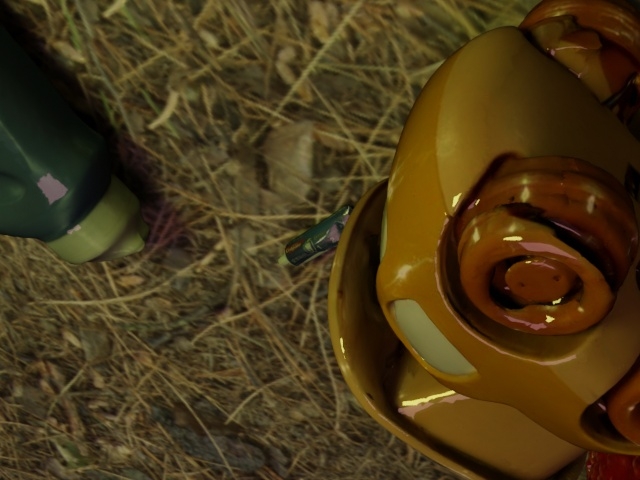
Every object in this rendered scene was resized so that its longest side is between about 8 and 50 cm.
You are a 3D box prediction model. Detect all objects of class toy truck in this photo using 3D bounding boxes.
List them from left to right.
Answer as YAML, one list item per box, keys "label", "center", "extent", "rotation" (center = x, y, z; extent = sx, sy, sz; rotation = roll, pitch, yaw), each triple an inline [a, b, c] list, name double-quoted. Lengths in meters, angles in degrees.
- label: "toy truck"
  center: [0.139, 0.018, 0.693]
  extent: [0.288, 0.204, 0.212]
  rotation: [40, 137, -24]

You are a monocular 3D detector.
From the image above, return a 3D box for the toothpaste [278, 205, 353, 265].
- label: "toothpaste"
  center: [0.000, 0.000, 0.868]
  extent: [0.083, 0.019, 0.027]
  rotation: [-30, 102, 37]

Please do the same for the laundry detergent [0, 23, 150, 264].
- label: "laundry detergent"
  center: [-0.242, -0.080, 0.817]
  extent: [0.143, 0.094, 0.290]
  rotation: [-24, 122, 34]

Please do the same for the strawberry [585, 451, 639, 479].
- label: "strawberry"
  center: [0.313, 0.250, 0.891]
  extent: [0.261, 0.257, 0.261]
  rotation: [9, 167, 2]
